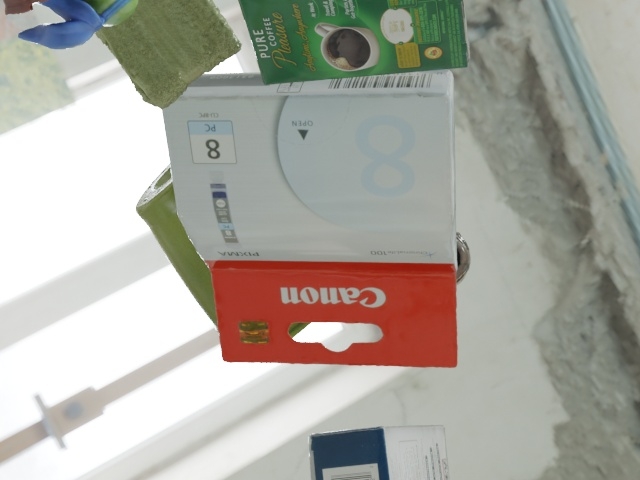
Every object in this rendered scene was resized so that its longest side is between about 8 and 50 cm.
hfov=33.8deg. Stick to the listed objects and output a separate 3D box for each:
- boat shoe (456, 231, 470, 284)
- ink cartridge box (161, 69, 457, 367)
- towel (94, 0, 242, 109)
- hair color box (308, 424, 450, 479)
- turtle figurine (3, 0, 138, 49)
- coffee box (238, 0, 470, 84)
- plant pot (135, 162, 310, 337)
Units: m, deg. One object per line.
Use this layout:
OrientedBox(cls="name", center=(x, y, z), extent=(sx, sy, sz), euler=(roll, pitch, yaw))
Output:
OrientedBox(cls="boat shoe", center=(0.047, 0.006, 1.460), extent=(0.097, 0.324, 0.117), euler=(54, 46, -83))
OrientedBox(cls="ink cartridge box", center=(0.000, 0.000, 1.200), extent=(0.091, 0.308, 0.385), euler=(-70, 158, -62))
OrientedBox(cls="towel", center=(-0.146, -0.197, 0.972), extent=(0.148, 0.110, 0.027), euler=(52, -2, 26))
OrientedBox(cls="hair color box", center=(0.093, 0.339, 1.420), extent=(0.347, 0.105, 0.174), euler=(26, 57, -69))
OrientedBox(cls="turtle figurine", center=(-0.227, -0.305, 0.810), extent=(0.266, 0.275, 0.197), euler=(42, -22, -30))
OrientedBox(cls="coffee box", center=(0.030, -0.189, 0.890), extent=(0.113, 0.184, 0.040), euler=(71, 19, -54))
OrientedBox(cls="plant pot", center=(-0.153, -0.022, 2.025), extent=(0.353, 0.366, 0.366), euler=(46, -13, -16))
